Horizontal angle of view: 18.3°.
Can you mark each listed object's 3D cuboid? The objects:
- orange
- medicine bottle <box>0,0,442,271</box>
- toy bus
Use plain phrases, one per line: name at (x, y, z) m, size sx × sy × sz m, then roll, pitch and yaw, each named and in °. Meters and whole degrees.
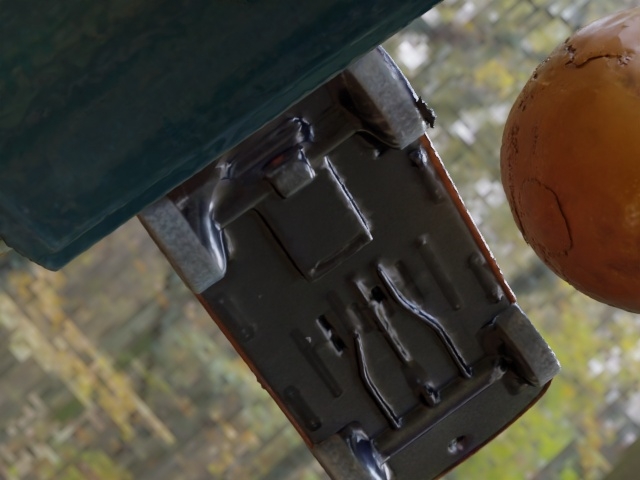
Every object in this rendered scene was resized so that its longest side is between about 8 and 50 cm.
orange at (0.256, -0.063, 1.521) m, size 0.240 × 0.240 × 0.240 m, roll 46°, pitch -12°, yaw 12°
medicine bottle at (-0.019, -0.072, 0.508) m, size 0.079 × 0.258 × 0.124 m, roll 53°, pitch 8°, yaw -25°
toy bus at (0.000, 0.000, 1.021) m, size 0.153 × 0.143 × 0.329 m, roll 51°, pitch -3°, yaw 44°
